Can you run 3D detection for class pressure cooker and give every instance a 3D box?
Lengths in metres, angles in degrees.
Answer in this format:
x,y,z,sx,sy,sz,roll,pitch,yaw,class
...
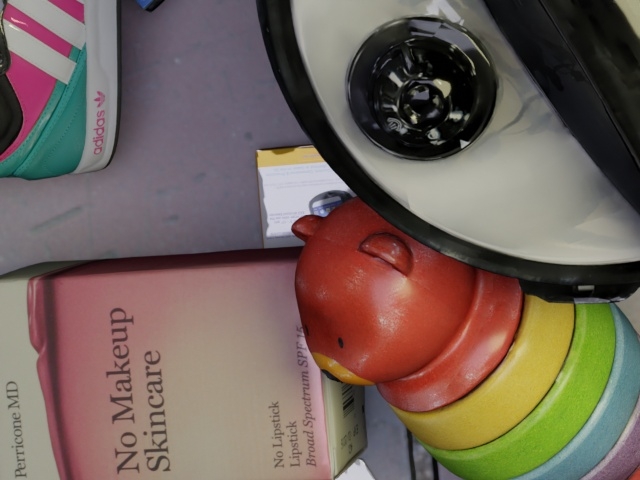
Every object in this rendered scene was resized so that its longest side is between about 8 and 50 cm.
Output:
x,y,z,sx,sy,sz,roll,pitch,yaw,class
0.148,-0.169,1.065,0.370,0.420,0.375,15,110,-1,pressure cooker

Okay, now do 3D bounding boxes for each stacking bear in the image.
x,y,z,sx,sy,sz,roll,pitch,yaw,class
0.099,0.073,1.176,0.289,0.175,0.164,36,85,-34,stacking bear

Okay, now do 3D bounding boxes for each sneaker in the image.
x,y,z,sx,sy,sz,roll,pitch,yaw,class
-0.231,-0.165,1.204,0.178,0.124,0.295,-15,121,-28,sneaker

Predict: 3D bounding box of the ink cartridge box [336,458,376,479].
x,y,z,sx,sy,sz,roll,pitch,yaw,class
-0.021,0.246,1.311,0.181,0.061,0.104,-34,92,4,ink cartridge box

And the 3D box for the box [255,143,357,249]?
x,y,z,sx,sy,sz,roll,pitch,yaw,class
0.000,0.000,1.311,0.081,0.028,0.136,-4,96,3,box

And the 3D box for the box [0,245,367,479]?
x,y,z,sx,sy,sz,roll,pitch,yaw,class
-0.095,0.085,1.254,0.232,0.127,0.148,-4,94,12,box

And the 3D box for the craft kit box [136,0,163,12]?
x,y,z,sx,sy,sz,roll,pitch,yaw,class
-0.111,-0.330,1.281,0.250,0.061,0.246,-41,93,5,craft kit box
